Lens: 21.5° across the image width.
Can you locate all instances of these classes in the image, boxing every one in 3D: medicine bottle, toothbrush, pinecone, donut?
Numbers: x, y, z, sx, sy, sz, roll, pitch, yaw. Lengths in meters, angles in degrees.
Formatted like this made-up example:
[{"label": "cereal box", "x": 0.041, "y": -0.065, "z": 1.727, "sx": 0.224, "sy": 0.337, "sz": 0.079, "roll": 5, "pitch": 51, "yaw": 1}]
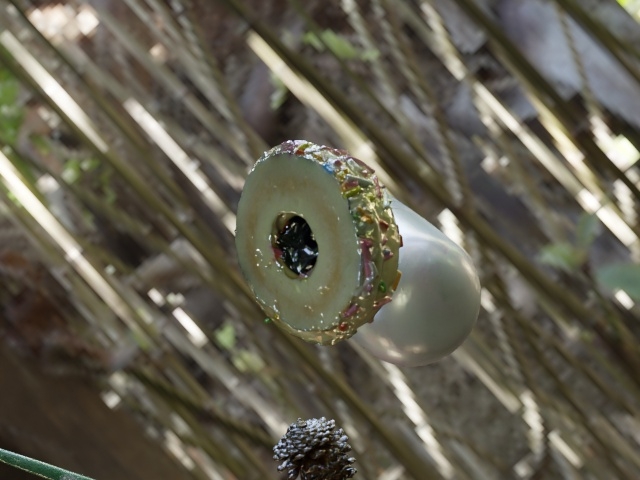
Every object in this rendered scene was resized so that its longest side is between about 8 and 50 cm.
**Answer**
[{"label": "medicine bottle", "x": 0.038, "y": 0.015, "z": 1.593, "sx": 0.130, "sy": 0.130, "sz": 0.341, "roll": -43, "pitch": 29, "yaw": -5}, {"label": "toothbrush", "x": -0.348, "y": 0.248, "z": 1.911, "sx": 0.024, "sy": 0.257, "sz": 0.018, "roll": -109, "pitch": 40, "yaw": -77}, {"label": "pinecone", "x": -0.003, "y": 0.275, "z": 2.110, "sx": 0.102, "sy": 0.109, "sz": 0.102, "roll": -43, "pitch": -8, "yaw": -8}, {"label": "donut", "x": 0.000, "y": 0.000, "z": 1.374, "sx": 0.068, "sy": 0.174, "sz": 0.174, "roll": -13, "pitch": -21, "yaw": -43}]
